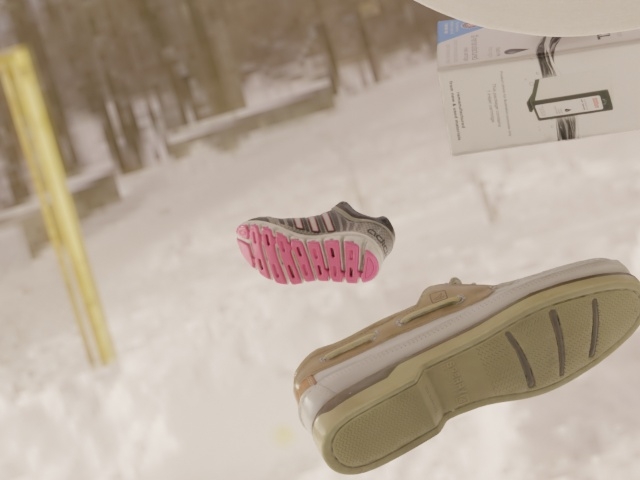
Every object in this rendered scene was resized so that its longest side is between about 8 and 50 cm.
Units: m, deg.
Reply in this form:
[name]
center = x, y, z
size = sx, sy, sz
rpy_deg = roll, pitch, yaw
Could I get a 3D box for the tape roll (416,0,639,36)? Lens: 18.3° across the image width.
[tape roll]
center = 0.146, -0.312, 1.136
size = 0.392, 0.392, 0.072
rpy_deg = -16, 17, 2

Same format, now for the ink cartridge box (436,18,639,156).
[ink cartridge box]
center = 0.206, -0.146, 1.713
size = 0.203, 0.086, 0.148
rpy_deg = -8, 21, 6

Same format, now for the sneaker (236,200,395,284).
[sneaker]
center = 0.000, 0.000, 1.863
size = 0.170, 0.063, 0.075
rpy_deg = 4, 31, 36

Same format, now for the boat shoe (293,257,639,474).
[boat shoe]
center = 0.119, 0.079, 1.630
size = 0.302, 0.113, 0.103
rpy_deg = -22, 43, -10
